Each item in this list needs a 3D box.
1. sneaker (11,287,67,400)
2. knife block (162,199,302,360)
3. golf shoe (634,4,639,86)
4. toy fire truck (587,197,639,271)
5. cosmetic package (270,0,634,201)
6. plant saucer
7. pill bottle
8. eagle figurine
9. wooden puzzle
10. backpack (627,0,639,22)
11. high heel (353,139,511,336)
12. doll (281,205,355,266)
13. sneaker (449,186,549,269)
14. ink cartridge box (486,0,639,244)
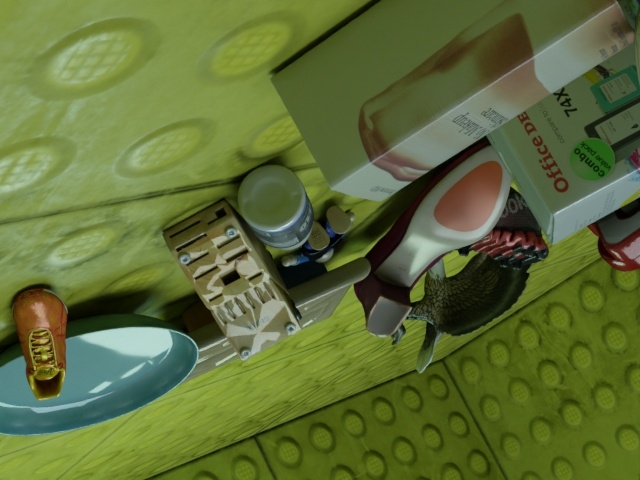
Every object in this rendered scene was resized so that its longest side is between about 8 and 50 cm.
[{"bbox_3d":[-0.322,0.122,1.270,0.064,0.067,0.175,-12,139,-14],"label":"sneaker"},{"bbox_3d":[-0.113,0.029,1.412,0.088,0.242,0.276,-29,121,1],"label":"knife block"},{"bbox_3d":[0.328,-0.249,0.910,0.115,0.306,0.140,11,168,26],"label":"golf shoe"},{"bbox_3d":[0.449,-0.118,1.536,0.169,0.302,0.254,36,117,-26],"label":"toy fire truck"},{"bbox_3d":[0.125,-0.168,1.004,0.296,0.129,0.153,-32,167,19],"label":"cosmetic package"},{"bbox_3d":[-0.324,0.180,1.476,0.317,0.044,0.318,-18,154,-9],"label":"plant saucer"},{"bbox_3d":[-0.048,-0.034,1.268,0.078,0.078,0.137,-28,167,0],"label":"pill bottle"},{"bbox_3d":[0.265,0.097,2.103,0.298,0.226,0.225,-15,141,-2],"label":"eagle figurine"},{"bbox_3d":[-0.106,0.121,1.744,0.322,0.080,0.348,-23,170,-19],"label":"wooden puzzle"},{"bbox_3d":[0.394,-0.262,1.209,0.084,0.114,0.105,-31,167,13],"label":"backpack"},{"bbox_3d":[0.163,-0.034,1.691,0.377,0.127,0.181,-52,-159,25],"label":"high heel"},{"bbox_3d":[0.000,0.000,1.552,0.129,0.046,0.189,-36,174,-7],"label":"doll"},{"bbox_3d":[0.274,-0.041,1.833,0.276,0.135,0.097,14,155,-36],"label":"sneaker"},{"bbox_3d":[0.357,-0.156,1.351,0.270,0.198,0.197,-29,166,5],"label":"ink cartridge box"}]
